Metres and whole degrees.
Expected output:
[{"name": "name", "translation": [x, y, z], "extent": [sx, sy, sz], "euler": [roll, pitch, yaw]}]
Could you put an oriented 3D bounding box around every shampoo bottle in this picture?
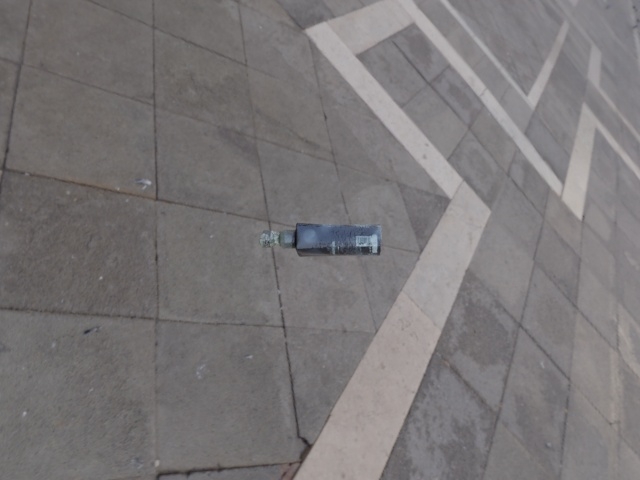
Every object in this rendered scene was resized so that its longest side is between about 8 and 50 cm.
[{"name": "shampoo bottle", "translation": [0.000, -0.001, 0.763], "extent": [0.208, 0.063, 0.057], "euler": [0, 84, 5]}]
